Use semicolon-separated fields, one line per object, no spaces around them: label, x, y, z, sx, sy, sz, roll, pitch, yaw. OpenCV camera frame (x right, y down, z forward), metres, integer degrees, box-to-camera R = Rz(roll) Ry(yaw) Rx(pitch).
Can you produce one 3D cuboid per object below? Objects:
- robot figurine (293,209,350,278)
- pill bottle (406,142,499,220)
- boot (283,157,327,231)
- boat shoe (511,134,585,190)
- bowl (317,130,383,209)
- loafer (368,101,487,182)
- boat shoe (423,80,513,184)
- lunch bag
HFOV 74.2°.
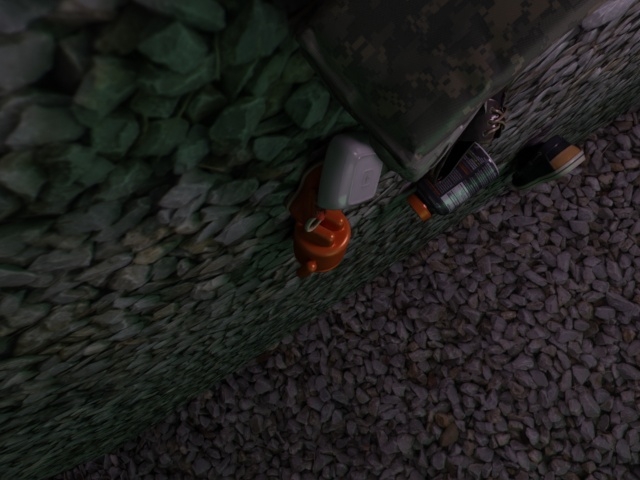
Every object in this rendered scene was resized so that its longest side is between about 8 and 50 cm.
robot figurine;-0.001;0.001;0.972;0.128;0.158;0.219;-8;160;-7
pill bottle;0.369;-0.160;1.215;0.246;0.130;0.130;-37;164;13
boot;-0.005;-0.085;0.795;0.059;0.084;0.158;-16;154;-40
boat shoe;0.912;-0.325;1.770;0.187;0.156;0.500;-40;175;6
bowl;0.064;-0.121;0.763;0.142;0.053;0.142;-21;130;-50
loafer;0.195;-0.226;0.600;0.319;0.112;0.111;-50;131;0
boat shoe;0.308;-0.248;0.835;0.132;0.130;0.355;-22;161;-36
lunch bag;0.109;-0.222;0.438;0.235;0.169;0.287;-41;-168;12
